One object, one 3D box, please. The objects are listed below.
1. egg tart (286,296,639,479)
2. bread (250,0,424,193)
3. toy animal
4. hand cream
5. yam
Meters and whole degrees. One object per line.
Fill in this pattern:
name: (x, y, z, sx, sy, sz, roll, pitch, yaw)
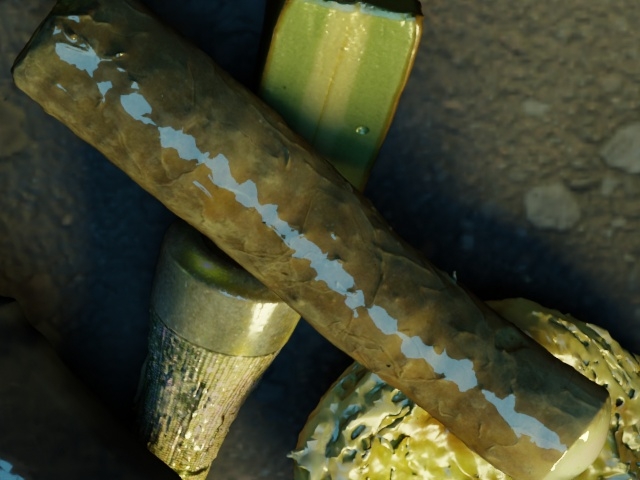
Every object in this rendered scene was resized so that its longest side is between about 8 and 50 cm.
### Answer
egg tart: (0.093, 0.144, 1.000, 0.252, 0.098, 0.232, 26, 95, -15)
bread: (0.000, -0.067, 0.912, 0.074, 0.084, 0.139, 10, 113, -8)
toy animal: (-0.194, 0.072, 0.934, 0.168, 0.106, 0.343, -25, 101, 34)
hand cream: (-0.069, 0.085, 0.984, 0.084, 0.084, 0.203, 15, 119, -8)
yam: (0.000, 0.000, 0.890, 0.356, 0.081, 0.081, 39, 107, -5)
